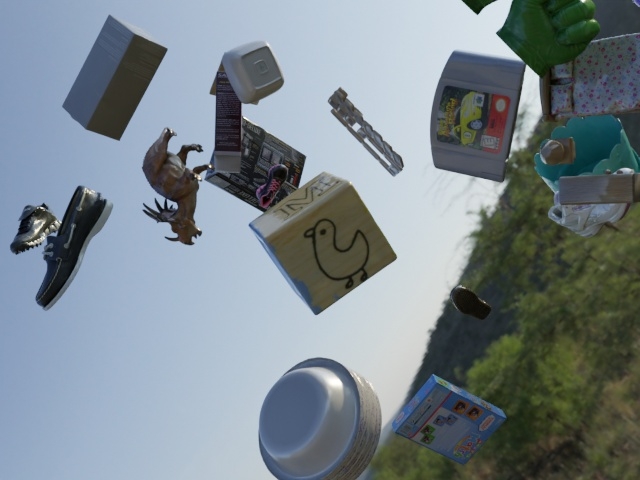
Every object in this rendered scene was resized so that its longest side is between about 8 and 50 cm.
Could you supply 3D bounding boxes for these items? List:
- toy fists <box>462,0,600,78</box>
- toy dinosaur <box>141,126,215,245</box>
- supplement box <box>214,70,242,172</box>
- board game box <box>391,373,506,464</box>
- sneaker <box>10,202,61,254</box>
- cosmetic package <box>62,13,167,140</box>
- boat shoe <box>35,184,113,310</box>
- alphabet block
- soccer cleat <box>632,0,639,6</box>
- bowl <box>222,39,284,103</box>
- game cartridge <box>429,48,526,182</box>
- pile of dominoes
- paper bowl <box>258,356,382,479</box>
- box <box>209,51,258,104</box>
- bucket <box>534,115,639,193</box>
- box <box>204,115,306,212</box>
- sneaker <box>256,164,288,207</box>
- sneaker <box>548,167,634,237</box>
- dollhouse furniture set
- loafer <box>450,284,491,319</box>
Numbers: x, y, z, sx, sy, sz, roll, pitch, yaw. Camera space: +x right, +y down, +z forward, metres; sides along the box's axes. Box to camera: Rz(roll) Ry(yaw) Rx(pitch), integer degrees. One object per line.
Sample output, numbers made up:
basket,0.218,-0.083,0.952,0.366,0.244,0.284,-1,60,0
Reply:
toy fists,0.311,-0.394,1.168,0.142,0.279,0.096,-46,-5,22
toy dinosaur,-0.375,-0.148,1.829,0.200,0.295,0.127,-40,-20,18
supplement box,-0.246,-0.314,1.986,0.130,0.073,0.239,117,152,-74
board game box,0.295,0.414,1.704,0.160,0.212,0.039,-54,20,17
sneaker,-0.786,-0.039,2.015,0.078,0.106,0.234,-20,16,14
cosmetic package,-0.450,-0.353,1.620,0.107,0.127,0.238,12,-66,-51
boat shoe,-0.578,0.013,1.682,0.114,0.091,0.302,-22,42,46
alphabet block,0.000,0.000,1.465,0.197,0.192,0.193,-36,20,-6
soccer cleat,0.732,-0.496,1.377,0.109,0.116,0.318,13,-22,-38
bowl,-0.158,-0.423,1.841,0.142,0.142,0.053,-31,12,-31
game cartridge,0.358,-0.290,1.739,0.060,0.196,0.294,-41,-39,-52
pile of dominoes,0.120,-0.265,1.794,0.040,0.251,0.196,-45,3,-5
paper bowl,-0.019,0.393,1.617,0.284,0.284,0.148,-51,-49,2
box,-0.253,-0.513,2.377,0.201,0.165,0.021,129,148,-57
bucket,0.796,-0.221,2.198,0.281,0.281,0.183,-48,-60,-7
box,-0.205,-0.239,2.428,0.077,0.308,0.242,-20,50,48
sneaker,-0.111,-0.124,1.735,0.119,0.047,0.057,-55,23,35
sneaker,0.696,-0.099,1.920,0.305,0.152,0.114,112,178,-64
dollhouse furniture set,0.481,-0.238,1.184,0.174,0.303,0.355,-9,-83,-49
loafer,0.331,0.139,1.682,0.056,0.050,0.148,-53,-47,0
